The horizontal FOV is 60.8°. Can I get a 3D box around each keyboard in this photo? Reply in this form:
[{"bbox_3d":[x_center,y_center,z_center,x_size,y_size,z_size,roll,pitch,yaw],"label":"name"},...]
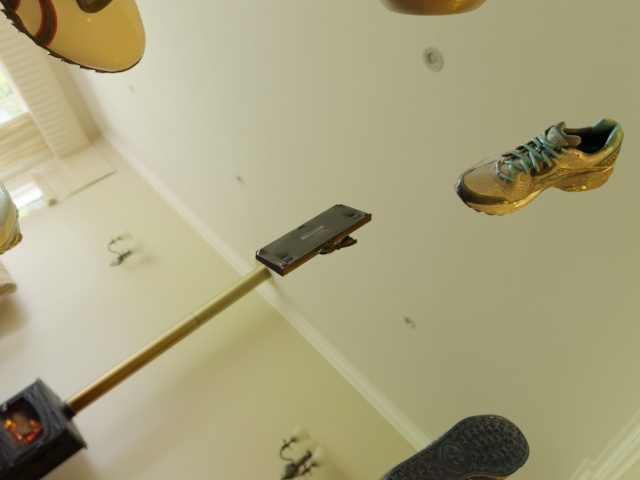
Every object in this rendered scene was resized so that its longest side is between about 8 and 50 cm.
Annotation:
[{"bbox_3d":[0.000,0.000,0.826,0.108,0.180,0.023,23,-43,46],"label":"keyboard"}]

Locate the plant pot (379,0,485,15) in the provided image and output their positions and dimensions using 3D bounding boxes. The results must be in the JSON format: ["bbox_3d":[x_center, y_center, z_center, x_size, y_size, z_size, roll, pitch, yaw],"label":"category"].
[{"bbox_3d":[0.152,-0.405,0.708,0.284,0.284,0.191,32,-42,42],"label":"plant pot"}]

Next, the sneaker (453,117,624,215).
[{"bbox_3d":[0.351,-0.134,0.880,0.122,0.283,0.110,85,-14,-57],"label":"sneaker"}]

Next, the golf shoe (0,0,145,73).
[{"bbox_3d":[-0.202,-0.224,0.422,0.120,0.105,0.273,22,-18,22],"label":"golf shoe"}]

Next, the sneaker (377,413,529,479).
[{"bbox_3d":[0.147,0.279,0.652,0.081,0.232,0.090,61,-38,31],"label":"sneaker"}]

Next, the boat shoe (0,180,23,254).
[{"bbox_3d":[-0.462,-0.027,0.779,0.227,0.079,0.081,41,-22,48],"label":"boat shoe"}]
